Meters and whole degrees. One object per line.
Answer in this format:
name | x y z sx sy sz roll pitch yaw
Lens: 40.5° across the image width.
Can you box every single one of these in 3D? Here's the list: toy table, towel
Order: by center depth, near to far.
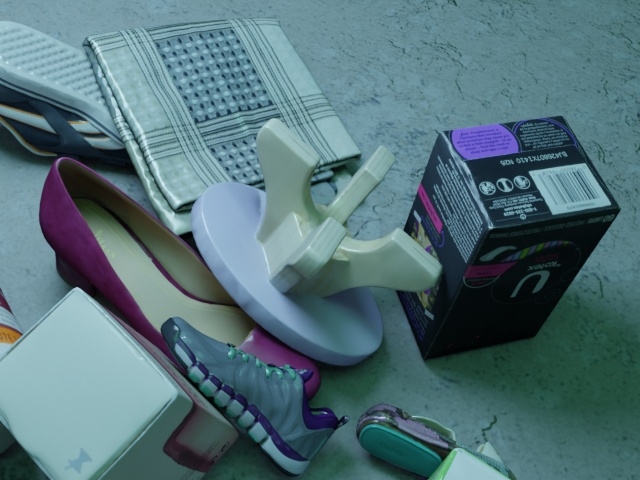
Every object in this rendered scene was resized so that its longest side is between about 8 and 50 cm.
toy table | 0.000 0.000 0.993 0.274 0.161 0.252 35 38 -14
towel | -0.118 -0.165 1.156 0.312 0.056 0.324 -15 70 -36

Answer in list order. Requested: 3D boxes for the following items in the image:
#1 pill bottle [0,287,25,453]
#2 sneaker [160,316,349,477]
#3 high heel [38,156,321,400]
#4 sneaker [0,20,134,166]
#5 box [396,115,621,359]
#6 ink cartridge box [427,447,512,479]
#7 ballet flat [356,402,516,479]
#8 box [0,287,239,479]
pill bottle | -0.464 0.047 0.900 0.224 0.224 0.392 -24 61 -25
sneaker | -0.070 0.146 0.933 0.098 0.083 0.224 -43 104 -7
high heel | -0.160 0.053 0.976 0.377 0.181 0.127 25 53 9
sneaker | -0.309 -0.171 1.167 0.321 0.127 0.126 25 46 -23
box | 0.202 0.004 1.022 0.165 0.270 0.143 -9 55 -17
ink cartridge box | 0.083 0.334 0.753 0.114 0.273 0.198 31 54 10
ballet flat | 0.146 0.244 0.965 0.221 0.077 0.079 28 34 12
box | -0.192 0.166 0.838 0.148 0.232 0.127 41 80 20
